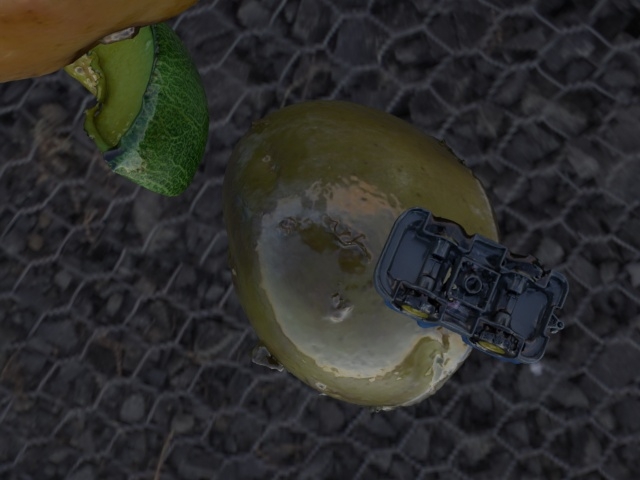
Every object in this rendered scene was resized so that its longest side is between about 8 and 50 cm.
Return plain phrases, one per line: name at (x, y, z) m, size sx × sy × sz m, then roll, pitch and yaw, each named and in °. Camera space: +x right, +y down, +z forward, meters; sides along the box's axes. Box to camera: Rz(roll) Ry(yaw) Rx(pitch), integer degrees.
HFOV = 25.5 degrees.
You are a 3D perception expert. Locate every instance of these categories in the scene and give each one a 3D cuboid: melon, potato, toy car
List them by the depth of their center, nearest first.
toy car at (0.142, 0.050, 1.378) m, size 0.191 × 0.100 × 0.097 m, roll 26°, pitch 75°, yaw -6°
melon at (-0.177, -0.157, 1.493) m, size 0.129 × 0.265 × 0.169 m, roll -43°, pitch 136°, yaw 7°
potato at (0.000, 0.000, 1.969) m, size 0.319 × 0.442 × 0.385 m, roll 21°, pitch 120°, yaw -37°

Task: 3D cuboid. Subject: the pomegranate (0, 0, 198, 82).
pomegranate at (-0.195, -0.296, 0.806) m, size 0.412 × 0.411 × 0.411 m, roll 0°, pitch 107°, yaw 1°
